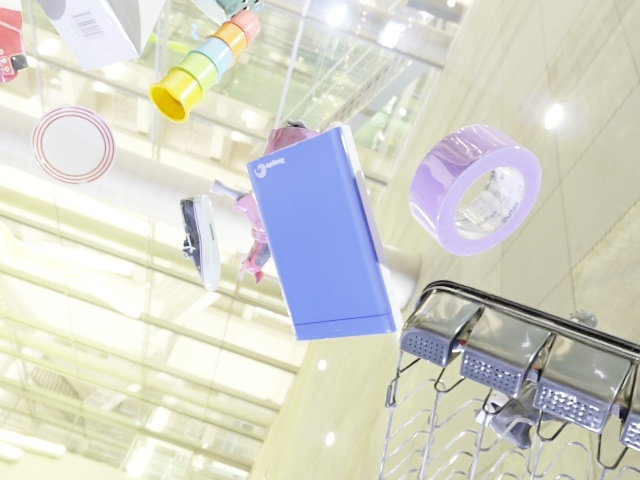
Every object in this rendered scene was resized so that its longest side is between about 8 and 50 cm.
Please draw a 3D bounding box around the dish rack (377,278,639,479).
[{"bbox_3d":[0.137,0.186,0.420,0.074,0.208,0.272,-25,-52,-50],"label":"dish rack"}]

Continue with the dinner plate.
[{"bbox_3d":[-0.435,-0.167,0.999,0.017,0.141,0.141,13,82,57],"label":"dinner plate"}]

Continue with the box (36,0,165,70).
[{"bbox_3d":[-0.540,-0.633,1.441,0.215,0.168,0.345,66,-159,-46],"label":"box"}]

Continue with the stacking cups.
[{"bbox_3d":[-0.225,-0.381,1.197,0.316,0.096,0.096,-55,-6,-30],"label":"stacking cups"}]

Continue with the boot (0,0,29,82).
[{"bbox_3d":[-0.695,-0.414,1.155,0.244,0.088,0.176,-47,-43,-71],"label":"boot"}]

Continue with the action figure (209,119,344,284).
[{"bbox_3d":[-0.084,-0.065,1.271,0.248,0.275,0.370,61,-144,-56],"label":"action figure"}]

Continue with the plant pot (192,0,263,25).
[{"bbox_3d":[-0.241,-0.622,1.301,0.165,0.234,0.166,-35,-2,-7],"label":"plant pot"}]

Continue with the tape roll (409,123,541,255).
[{"bbox_3d":[0.236,-0.075,0.866,0.080,0.188,0.189,53,132,45],"label":"tape roll"}]

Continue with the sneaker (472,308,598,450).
[{"bbox_3d":[0.337,0.209,0.824,0.234,0.106,0.078,-47,-30,0],"label":"sneaker"}]

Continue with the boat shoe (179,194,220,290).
[{"bbox_3d":[-0.393,0.011,1.804,0.113,0.104,0.307,-56,-42,-78],"label":"boat shoe"}]

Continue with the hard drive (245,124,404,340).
[{"bbox_3d":[0.000,0.000,0.918,0.040,0.210,0.319,-19,-86,-50],"label":"hard drive"}]
